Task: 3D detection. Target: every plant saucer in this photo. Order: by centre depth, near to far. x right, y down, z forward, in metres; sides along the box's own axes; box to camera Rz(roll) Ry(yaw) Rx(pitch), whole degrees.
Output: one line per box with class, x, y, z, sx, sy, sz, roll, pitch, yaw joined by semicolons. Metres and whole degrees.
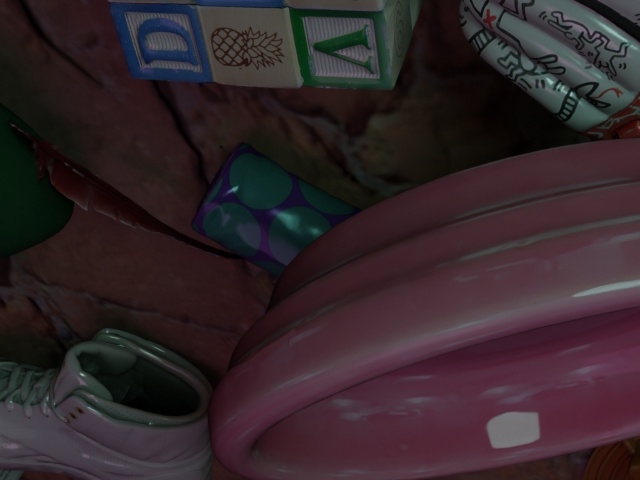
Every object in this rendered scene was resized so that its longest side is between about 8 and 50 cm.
plant saucer;0.107;0.043;0.535;0.332;0.084;0.332;-9;159;-3

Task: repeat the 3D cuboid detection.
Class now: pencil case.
pencil case;0.000;0.000;0.666;0.151;0.070;0.064;28;108;0

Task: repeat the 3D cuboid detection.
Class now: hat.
hat;-0.181;-0.047;0.748;0.173;0.183;0.208;-37;66;58

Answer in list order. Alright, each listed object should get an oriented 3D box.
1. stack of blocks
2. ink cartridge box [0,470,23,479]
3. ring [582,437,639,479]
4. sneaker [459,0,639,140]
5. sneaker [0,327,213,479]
stack of blocks;-0.018;-0.202;0.415;0.171;0.087;0.297;6;136;16
ink cartridge box;-0.421;0.215;1.126;0.212;0.093;0.154;36;141;-7
ring;0.343;0.211;0.733;0.336;0.032;0.336;17;140;14
sneaker;0.185;-0.094;0.439;0.270;0.090;0.145;22;143;11
sneaker;-0.225;0.122;0.909;0.292;0.108;0.169;14;139;1
